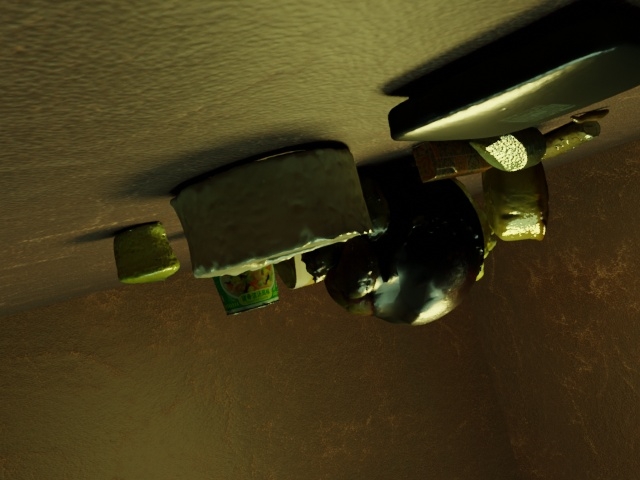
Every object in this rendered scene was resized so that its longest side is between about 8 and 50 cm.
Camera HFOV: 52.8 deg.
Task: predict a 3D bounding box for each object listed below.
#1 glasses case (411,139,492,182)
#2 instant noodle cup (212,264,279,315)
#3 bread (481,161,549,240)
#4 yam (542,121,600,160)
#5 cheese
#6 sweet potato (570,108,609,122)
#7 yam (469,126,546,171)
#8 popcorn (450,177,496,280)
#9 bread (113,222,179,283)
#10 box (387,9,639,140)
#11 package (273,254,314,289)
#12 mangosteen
[{"bbox_3d":[0.280,-0.172,1.340,0.218,0.075,0.049,-13,173,-45],"label":"glasses case"},{"bbox_3d":[-0.205,0.066,1.694,0.207,0.233,0.207,-16,179,0],"label":"instant noodle cup"},{"bbox_3d":[0.488,-0.126,1.608,0.148,0.270,0.270,-9,178,7],"label":"bread"},{"bbox_3d":[0.636,-0.262,1.748,0.071,0.067,0.317,-2,173,-15],"label":"yam"},{"bbox_3d":[-0.068,-0.045,1.082,0.292,0.153,0.332,-17,176,19],"label":"cheese"},{"bbox_3d":[0.640,-0.294,1.536,0.115,0.026,0.026,-15,177,-18],"label":"sweet potato"},{"bbox_3d":[0.396,-0.195,1.348,0.106,0.106,0.259,-18,178,35],"label":"yam"},{"bbox_3d":[0.351,-0.027,1.960,0.293,0.334,0.292,20,152,-28],"label":"popcorn"},{"bbox_3d":[-0.358,0.032,1.300,0.129,0.114,0.111,-18,176,44],"label":"bread"},{"bbox_3d":[0.264,-0.193,0.808,0.290,0.073,0.289,-18,176,42],"label":"box"},{"bbox_3d":[-0.024,-0.007,1.859,0.165,0.221,0.311,7,-161,44],"label":"package"},{"bbox_3d":[0.170,-0.003,1.510,0.421,0.381,0.381,20,165,-18],"label":"mangosteen"}]
